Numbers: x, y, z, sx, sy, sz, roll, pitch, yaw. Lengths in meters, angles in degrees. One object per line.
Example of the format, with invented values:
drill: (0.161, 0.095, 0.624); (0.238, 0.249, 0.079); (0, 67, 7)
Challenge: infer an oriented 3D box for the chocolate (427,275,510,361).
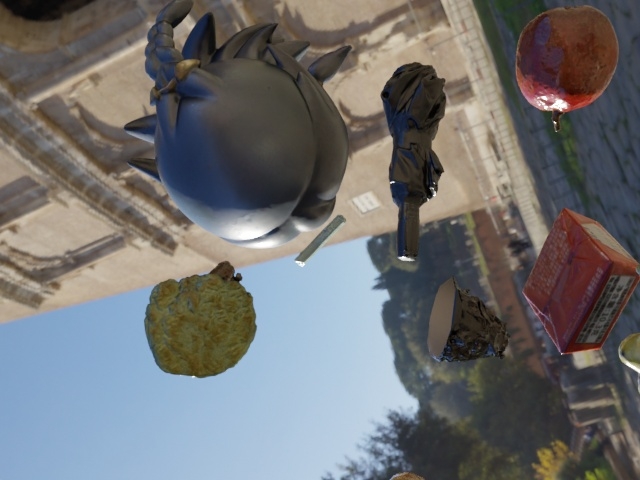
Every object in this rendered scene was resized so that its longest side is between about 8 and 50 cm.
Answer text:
chocolate: (0.275, 0.157, 1.211); (0.156, 0.133, 0.156); (-167, 90, -83)

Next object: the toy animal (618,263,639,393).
toy animal: (0.414, 0.100, 0.780); (0.233, 0.121, 0.169); (-14, -68, -64)

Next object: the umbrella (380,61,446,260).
umbrella: (0.150, -0.134, 1.123); (0.118, 0.118, 0.340); (38, -125, -64)

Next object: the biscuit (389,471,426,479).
biscuit: (0.298, 0.799, 1.689); (0.429, 0.104, 0.446); (50, -159, -13)

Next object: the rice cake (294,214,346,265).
rice cake: (0.000, 0.000, 1.713); (0.029, 0.171, 0.033); (46, -175, 13)

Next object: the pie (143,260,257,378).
pie: (-0.282, 0.199, 1.626); (0.105, 0.274, 0.257); (-25, 83, 63)

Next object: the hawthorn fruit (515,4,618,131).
hawthorn fruit: (0.512, -0.358, 1.419); (0.205, 0.205, 0.254); (-26, -63, -76)

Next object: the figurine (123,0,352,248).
figurine: (-0.078, -0.112, 0.632); (0.197, 0.175, 0.265); (-5, -143, -38)

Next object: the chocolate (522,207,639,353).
chocolate: (0.556, 0.089, 1.451); (0.235, 0.107, 0.238); (-102, 26, -61)
